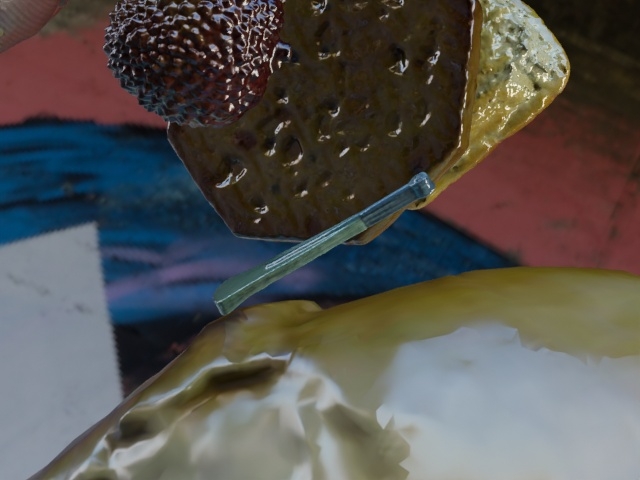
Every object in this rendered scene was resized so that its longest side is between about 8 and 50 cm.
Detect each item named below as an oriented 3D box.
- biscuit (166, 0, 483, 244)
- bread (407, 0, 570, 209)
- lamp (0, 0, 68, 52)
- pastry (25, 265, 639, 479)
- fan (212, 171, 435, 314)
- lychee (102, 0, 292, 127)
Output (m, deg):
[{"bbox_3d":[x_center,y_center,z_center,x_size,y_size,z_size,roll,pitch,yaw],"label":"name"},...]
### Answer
[{"bbox_3d":[0.000,-0.164,1.497,0.359,0.046,0.359,-3,-97,27],"label":"biscuit"},{"bbox_3d":[0.128,-0.157,1.569,0.245,0.121,0.174,-40,-117,7],"label":"bread"},{"bbox_3d":[-0.263,-0.167,0.923,0.258,0.180,0.180,-27,-71,9],"label":"lamp"},{"bbox_3d":[0.030,0.180,0.564,0.409,0.409,0.245,-44,-123,39],"label":"pastry"},{"bbox_3d":[0.000,0.000,1.123,0.193,0.038,0.016,-30,-63,18],"label":"fan"},{"bbox_3d":[-0.086,-0.139,1.068,0.123,0.129,0.123,6,-83,62],"label":"lychee"}]
